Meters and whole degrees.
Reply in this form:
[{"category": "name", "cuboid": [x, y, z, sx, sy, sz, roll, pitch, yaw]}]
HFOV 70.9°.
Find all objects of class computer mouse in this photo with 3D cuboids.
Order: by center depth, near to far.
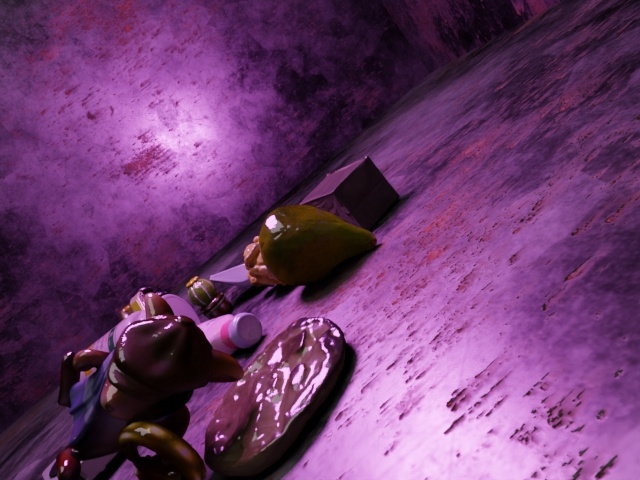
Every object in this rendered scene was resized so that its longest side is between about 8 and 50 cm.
[{"category": "computer mouse", "cuboid": [-0.249, 0.117, 1.469, 0.230, 0.079, 0.128, -17, -9, 26]}]

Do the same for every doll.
[{"category": "doll", "cuboid": [-0.298, 0.258, 0.714, 0.340, 0.318, 0.209, -45, -11, 29]}]

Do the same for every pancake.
[{"category": "pancake", "cuboid": [-0.074, 0.241, 0.725, 0.294, 0.049, 0.294, -38, 16, 13]}]

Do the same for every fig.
[{"category": "fig", "cuboid": [0.000, 0.000, 1.072, 0.274, 0.206, 0.206, -10, 24, 22]}]

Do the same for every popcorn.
[{"category": "popcorn", "cuboid": [-0.131, 0.060, 1.287, 0.168, 0.174, 0.195, -5, -19, -6]}]

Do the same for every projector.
[{"category": "projector", "cuboid": [-0.529, 0.487, 1.085, 0.259, 0.079, 0.257, -22, 21, 52]}]

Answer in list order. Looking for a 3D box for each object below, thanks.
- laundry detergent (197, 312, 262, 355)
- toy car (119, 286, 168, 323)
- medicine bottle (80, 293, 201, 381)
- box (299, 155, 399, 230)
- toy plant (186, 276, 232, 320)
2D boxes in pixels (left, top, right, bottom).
[{"category": "laundry detergent", "cuboid": [-0.269, 0.253, 1.135, 0.335, 0.088, 0.159, -26, 23, 44]}, {"category": "toy car", "cuboid": [-0.606, 0.303, 1.594, 0.198, 0.204, 0.248, -44, -26, 4]}, {"category": "medicine bottle", "cuboid": [-0.545, 0.329, 1.373, 0.339, 0.208, 0.208, -37, 13, 11]}, {"category": "box", "cuboid": [0.076, -0.110, 1.265, 0.149, 0.155, 0.231, -47, 16, -21]}, {"category": "toy plant", "cuboid": [-0.361, 0.186, 1.444, 0.092, 0.162, 0.093, -37, 12, 9]}]
